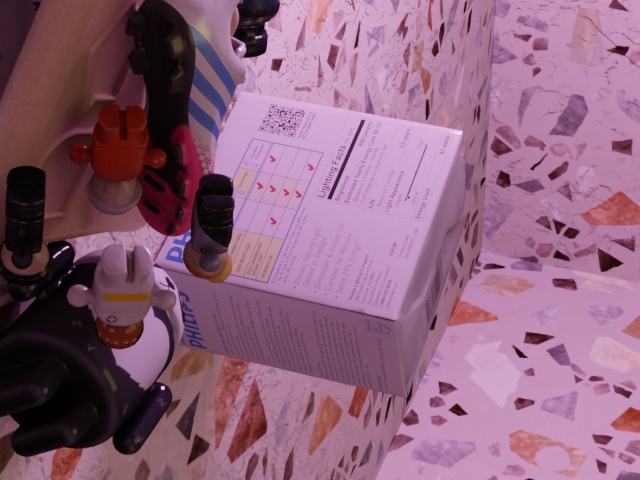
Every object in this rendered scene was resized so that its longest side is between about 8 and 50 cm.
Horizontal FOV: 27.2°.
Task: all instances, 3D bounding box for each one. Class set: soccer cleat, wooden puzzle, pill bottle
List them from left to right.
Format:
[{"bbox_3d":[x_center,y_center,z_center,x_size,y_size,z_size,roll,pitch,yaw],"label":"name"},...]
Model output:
[{"bbox_3d":[-0.252,-0.151,1.465,0.322,0.080,0.348,-64,161,13],"label":"wooden puzzle"},{"bbox_3d":[-0.135,-0.144,1.456,0.143,0.116,0.331,-37,151,-36],"label":"soccer cleat"},{"bbox_3d":[-0.112,-0.365,1.786,0.123,0.123,0.219,-47,146,-59],"label":"pill bottle"}]

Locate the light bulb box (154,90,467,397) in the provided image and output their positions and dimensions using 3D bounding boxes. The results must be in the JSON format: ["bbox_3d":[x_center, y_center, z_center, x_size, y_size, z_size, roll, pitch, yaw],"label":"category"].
[{"bbox_3d":[0.000,0.000,1.969,0.225,0.361,0.358,80,27,-52],"label":"light bulb box"}]

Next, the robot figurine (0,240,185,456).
[{"bbox_3d":[-0.267,0.126,1.523,0.278,0.173,0.209,-55,158,-52],"label":"robot figurine"}]

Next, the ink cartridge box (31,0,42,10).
[{"bbox_3d":[-0.269,-0.406,1.379,0.165,0.065,0.333,-17,115,-71],"label":"ink cartridge box"}]

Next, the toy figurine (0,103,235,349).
[{"bbox_3d":[-0.206,-0.008,1.347,0.213,0.209,0.148,-44,162,-37],"label":"toy figurine"}]
